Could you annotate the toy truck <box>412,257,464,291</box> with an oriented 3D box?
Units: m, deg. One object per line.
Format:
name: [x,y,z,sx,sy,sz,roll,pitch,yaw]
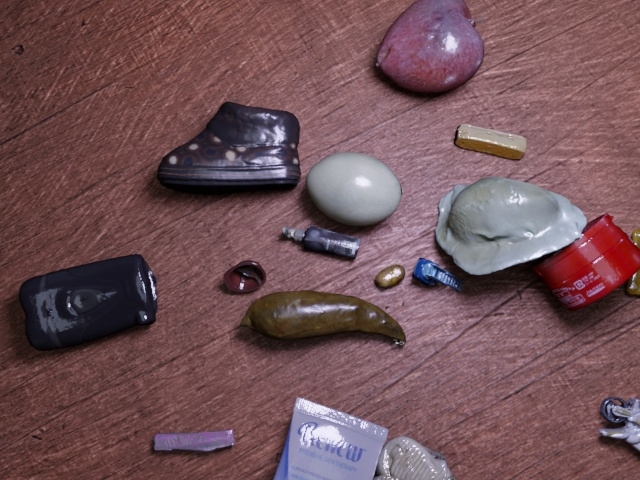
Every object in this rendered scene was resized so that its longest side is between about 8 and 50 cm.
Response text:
toy truck: [0.304,0.094,1.435,0.136,0.074,0.063,26,80,-33]

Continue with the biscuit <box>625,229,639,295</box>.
biscuit: [0.881,0.065,1.416,0.183,0.039,0.174,8,78,6]

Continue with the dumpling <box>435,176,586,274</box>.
dumpling: [0.432,-0.059,1.357,0.270,0.320,0.212,-23,92,-18]

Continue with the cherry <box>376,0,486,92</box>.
cherry: [0.299,-0.517,1.480,0.307,0.221,0.261,-20,69,12]

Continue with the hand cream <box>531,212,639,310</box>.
hand cream: [0.645,0.055,1.338,0.230,0.230,0.149,-34,79,-4]

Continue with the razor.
razor: [-0.598,0.160,1.439,0.348,0.113,0.205,-13,79,-1]

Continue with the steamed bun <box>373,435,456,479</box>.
steamed bun: [0.226,0.591,1.296,0.218,0.144,0.211,18,71,38]

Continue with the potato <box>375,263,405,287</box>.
potato: [0.184,0.094,1.447,0.083,0.040,0.051,-24,66,-3]

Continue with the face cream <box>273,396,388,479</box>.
face cream: [-0.010,0.596,1.250,0.234,0.137,0.420,18,64,3]

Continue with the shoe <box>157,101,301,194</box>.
shoe: [-0.243,-0.250,1.473,0.383,0.171,0.237,-3,85,1]

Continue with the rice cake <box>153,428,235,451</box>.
rice cake: [-0.317,0.502,1.394,0.206,0.036,0.047,-2,88,3]

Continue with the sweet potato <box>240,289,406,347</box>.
sweet potato: [0.012,0.194,1.400,0.422,0.130,0.131,4,79,-4]

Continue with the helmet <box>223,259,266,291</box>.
helmet: [-0.198,0.084,1.460,0.111,0.057,0.089,-14,120,5]

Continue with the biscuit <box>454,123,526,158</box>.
biscuit: [0.461,-0.271,1.502,0.187,0.052,0.056,15,63,6]

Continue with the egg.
egg: [0.085,-0.133,1.424,0.253,0.186,0.187,11,79,3]

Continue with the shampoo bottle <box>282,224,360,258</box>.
shampoo bottle: [0.000,-0.001,1.465,0.207,0.063,0.057,13,68,6]

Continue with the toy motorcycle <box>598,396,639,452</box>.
toy motorcycle: [0.785,0.454,1.326,0.228,0.074,0.151,6,82,2]
